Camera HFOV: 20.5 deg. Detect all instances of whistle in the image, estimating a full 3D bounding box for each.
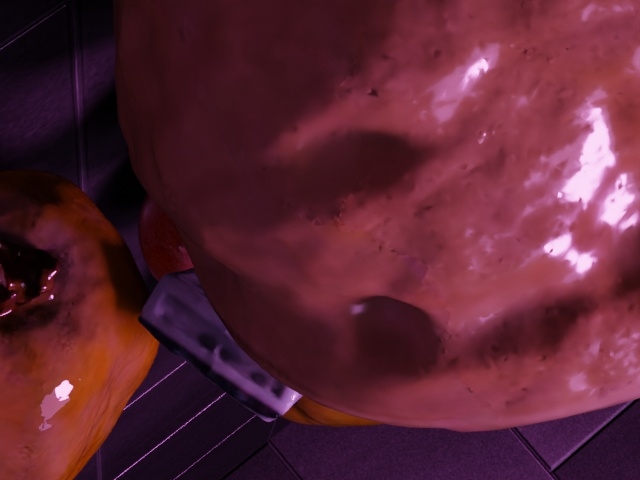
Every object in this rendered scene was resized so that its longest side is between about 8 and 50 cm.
[{"bbox_3d":[0.000,0.000,1.044,0.163,0.163,0.289,-42,178,8],"label":"whistle"}]

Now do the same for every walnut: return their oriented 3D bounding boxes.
[{"bbox_3d":[0.086,-0.099,0.822,0.383,0.383,0.383,-39,169,-9],"label":"walnut"}]

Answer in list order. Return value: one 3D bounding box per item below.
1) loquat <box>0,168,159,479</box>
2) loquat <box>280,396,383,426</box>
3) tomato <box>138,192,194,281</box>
[{"bbox_3d":[-0.181,0.053,0.982,0.234,0.176,0.187,104,2,-66],"label":"loquat"},{"bbox_3d":[0.048,0.032,1.479,0.284,0.276,0.276,-31,166,-22],"label":"loquat"},{"bbox_3d":[-0.046,-0.013,1.233,0.167,0.167,0.167,-39,169,-9],"label":"tomato"}]
